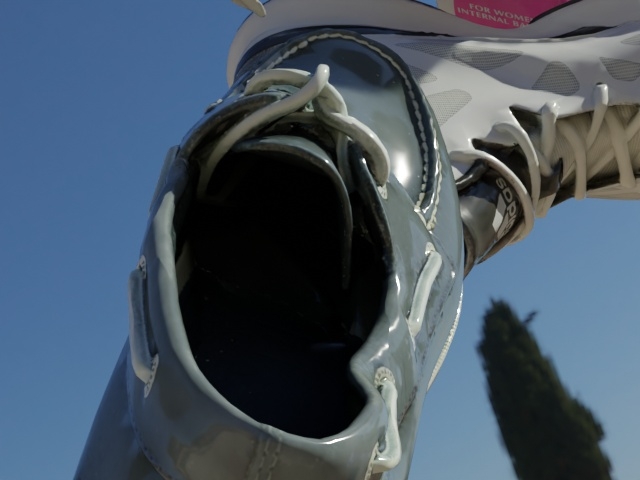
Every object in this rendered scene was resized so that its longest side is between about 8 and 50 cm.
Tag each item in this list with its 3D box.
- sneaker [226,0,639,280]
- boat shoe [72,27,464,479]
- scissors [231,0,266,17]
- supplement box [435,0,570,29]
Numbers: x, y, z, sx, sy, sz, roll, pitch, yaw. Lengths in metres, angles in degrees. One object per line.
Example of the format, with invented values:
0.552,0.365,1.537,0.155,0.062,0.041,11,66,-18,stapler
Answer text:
0.150,-0.040,0.915,0.447,0.257,0.169,1,-53,5,sneaker
0.000,0.000,0.465,0.116,0.319,0.099,20,-55,-1,boat shoe
-0.089,-0.162,0.391,0.109,0.021,0.297,-41,-49,24,scissors
0.143,-0.235,1.037,0.111,0.114,0.220,18,-24,24,supplement box
